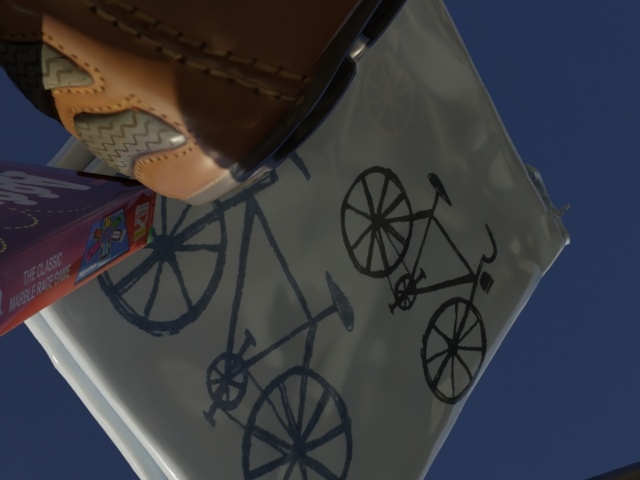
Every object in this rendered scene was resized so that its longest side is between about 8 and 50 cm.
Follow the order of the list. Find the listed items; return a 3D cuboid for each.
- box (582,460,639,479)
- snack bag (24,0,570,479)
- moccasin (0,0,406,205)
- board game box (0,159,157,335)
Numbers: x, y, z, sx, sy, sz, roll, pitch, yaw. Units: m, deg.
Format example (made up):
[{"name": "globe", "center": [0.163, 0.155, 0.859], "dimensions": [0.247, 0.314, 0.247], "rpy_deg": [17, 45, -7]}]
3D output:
[{"name": "box", "center": [0.064, 0.198, 0.455], "dimensions": [0.307, 0.076, 0.242], "rpy_deg": [-12, -125, -31]}, {"name": "snack bag", "center": [0.000, 0.000, 0.933], "dimensions": [0.342, 0.037, 0.323], "rpy_deg": [-55, -50, -30]}, {"name": "moccasin", "center": [0.021, -0.189, 0.531], "dimensions": [0.147, 0.139, 0.380], "rpy_deg": [41, -105, -11]}, {"name": "board game box", "center": [-0.152, 0.000, 0.515], "dimensions": [0.145, 0.281, 0.027], "rpy_deg": [10, -80, 6]}]
